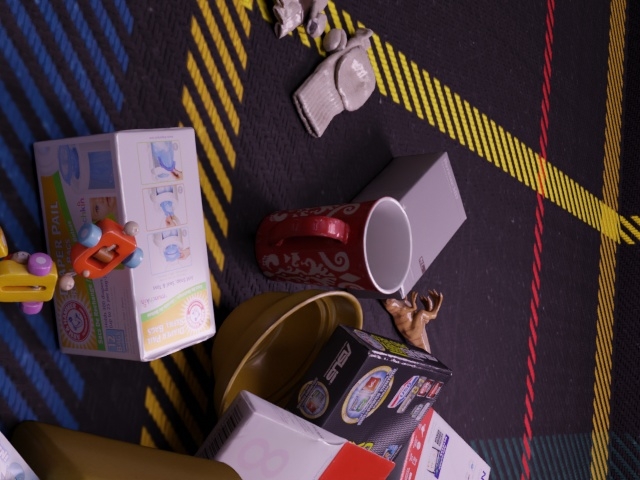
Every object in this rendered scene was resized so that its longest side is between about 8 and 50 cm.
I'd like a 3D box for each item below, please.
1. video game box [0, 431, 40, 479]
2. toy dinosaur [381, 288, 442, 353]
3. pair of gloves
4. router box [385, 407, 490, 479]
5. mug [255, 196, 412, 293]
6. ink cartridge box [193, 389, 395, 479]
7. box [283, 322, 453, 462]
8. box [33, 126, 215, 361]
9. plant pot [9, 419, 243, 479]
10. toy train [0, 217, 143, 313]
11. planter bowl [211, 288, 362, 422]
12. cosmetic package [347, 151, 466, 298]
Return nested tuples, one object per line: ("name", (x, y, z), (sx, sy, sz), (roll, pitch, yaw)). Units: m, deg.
("video game box", (-0.279, 0.155, 0.481), (0.187, 0.048, 0.205), (-67, 140, -51))
("toy dinosaur", (0.152, 0.139, 1.297), (0.112, 0.064, 0.212), (-44, 117, -24))
("pair of gloves", (0.011, -0.284, 1.103), (0.204, 0.042, 0.240), (-46, 127, -45))
("router box", (0.140, 0.450, 1.240), (0.301, 0.082, 0.336), (47, 53, -44))
("mug", (0.005, -0.006, 0.978), (0.150, 0.169, 0.113), (56, 48, -37))
("ink cartridge box", (-0.042, 0.287, 0.871), (0.232, 0.066, 0.189), (32, 96, -24))
("box", (0.026, 0.243, 0.992), (0.216, 0.060, 0.270), (25, 100, -53))
("box", (-0.182, 0.002, 0.759), (0.103, 0.114, 0.203), (-15, 101, -56))
("plant pot", (-0.162, 0.272, 0.649), (0.212, 0.187, 0.212), (19, 72, -20))
("toy train", (-0.231, -0.004, 0.639), (0.166, 0.125, 0.046), (30, 26, -45))
("planter bowl", (-0.058, 0.126, 0.926), (0.217, 0.090, 0.217), (-34, 144, -30))
("cosmetic package", (0.118, -0.026, 1.199), (0.238, 0.107, 0.127), (-45, 122, -42))
